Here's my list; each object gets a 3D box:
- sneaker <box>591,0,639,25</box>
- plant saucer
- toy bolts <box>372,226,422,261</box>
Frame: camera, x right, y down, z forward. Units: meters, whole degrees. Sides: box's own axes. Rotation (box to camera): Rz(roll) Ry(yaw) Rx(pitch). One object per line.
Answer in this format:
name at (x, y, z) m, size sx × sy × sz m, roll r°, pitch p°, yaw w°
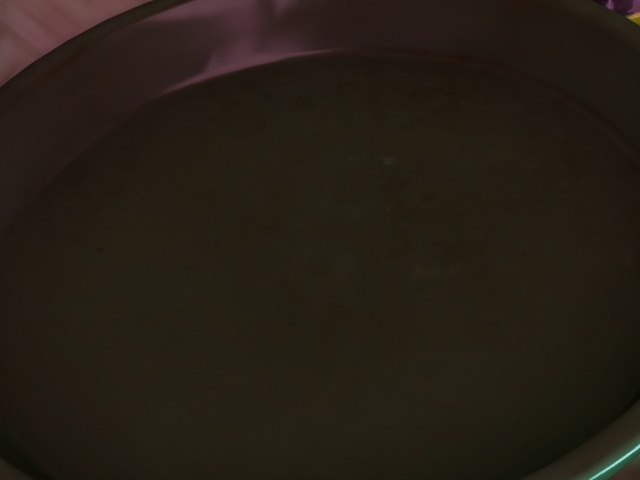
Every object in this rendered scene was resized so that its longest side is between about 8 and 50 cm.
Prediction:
sneaker at (0.121, -0.058, 0.605) m, size 0.083 × 0.069 × 0.185 m, roll 29°, pitch 78°, yaw 0°
plant saucer at (0.000, 0.000, 0.507) m, size 0.277 × 0.278 × 0.041 m, roll -20°, pitch 133°, yaw -10°
toy bolts at (0.054, 0.113, 0.517) m, size 0.228 × 0.218 × 0.158 m, roll 39°, pitch 96°, yaw -15°
